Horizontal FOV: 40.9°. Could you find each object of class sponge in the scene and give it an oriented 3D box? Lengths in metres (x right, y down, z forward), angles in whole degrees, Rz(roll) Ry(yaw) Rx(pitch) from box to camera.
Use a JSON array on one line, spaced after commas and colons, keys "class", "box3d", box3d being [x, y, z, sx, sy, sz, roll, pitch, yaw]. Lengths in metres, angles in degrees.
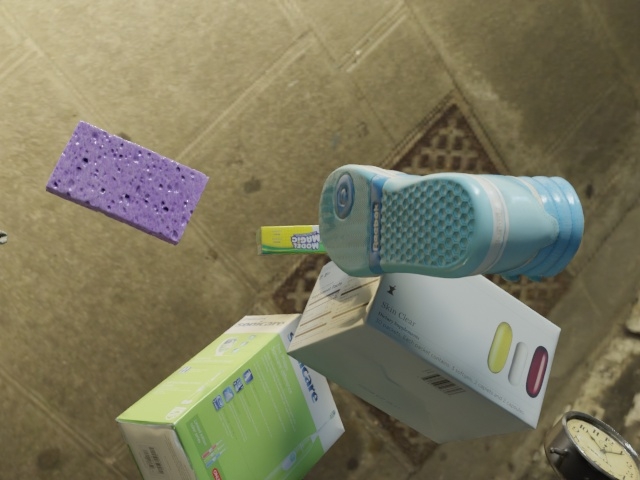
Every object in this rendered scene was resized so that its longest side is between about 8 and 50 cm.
[{"class": "sponge", "box3d": [-0.285, -0.085, 1.278, 0.210, 0.031, 0.117, 24, 70, -9]}]

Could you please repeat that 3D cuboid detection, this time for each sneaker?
[{"class": "sneaker", "box3d": [0.145, -0.015, 0.935, 0.208, 0.319, 0.127, 1, 97, -29]}]

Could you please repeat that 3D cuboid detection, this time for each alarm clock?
[{"class": "alarm clock", "box3d": [0.360, 0.282, 1.121, 0.192, 0.129, 0.064, -18, 143, -57]}]

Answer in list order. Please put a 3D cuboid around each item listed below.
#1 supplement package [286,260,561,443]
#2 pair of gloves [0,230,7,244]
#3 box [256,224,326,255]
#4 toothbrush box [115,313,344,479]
[{"class": "supplement package", "box3d": [0.131, 0.129, 1.097, 0.262, 0.204, 0.145, 32, 60, -17]}, {"class": "pair of gloves", "box3d": [-0.302, 0.081, 0.559, 0.204, 0.240, 0.042, -41, 97, 9]}, {"class": "box", "box3d": [0.000, 0.000, 1.237, 0.179, 0.105, 0.043, -3, 88, -8]}, {"class": "toothbrush box", "box3d": [-0.113, 0.258, 1.196, 0.283, 0.122, 0.206, -38, 114, -45]}]
